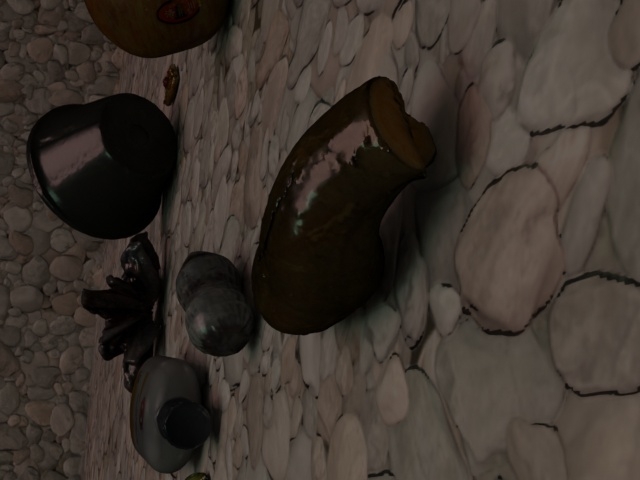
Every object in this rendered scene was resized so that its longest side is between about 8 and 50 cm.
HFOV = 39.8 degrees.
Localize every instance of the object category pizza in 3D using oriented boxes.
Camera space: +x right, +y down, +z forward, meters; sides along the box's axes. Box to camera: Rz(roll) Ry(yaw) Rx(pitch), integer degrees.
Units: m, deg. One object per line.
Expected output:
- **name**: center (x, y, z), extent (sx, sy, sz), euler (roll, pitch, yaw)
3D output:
- **pizza**: center (-0.284, -0.298, 1.661), extent (0.083, 0.025, 0.078), euler (121, 148, -53)

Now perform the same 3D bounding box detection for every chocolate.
- **chocolate**: center (-0.111, 0.063, 0.921), extent (0.167, 0.072, 0.072), euler (-126, 46, -62)

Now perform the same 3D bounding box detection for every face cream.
- **face cream**: center (-0.190, 0.218, 1.104), extent (0.291, 0.071, 0.144), euler (168, 108, -71)

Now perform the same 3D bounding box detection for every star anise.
- **star anise**: center (-0.322, 0.116, 1.495), extent (0.212, 0.129, 0.283), euler (100, 177, -77)

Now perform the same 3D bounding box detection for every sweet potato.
- **sweet potato**: center (0.006, 0.004, 0.586), extent (0.112, 0.085, 0.286), euler (-54, -8, -26)

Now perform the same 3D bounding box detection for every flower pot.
- **flower pot**: center (-0.358, -0.154, 1.552), extent (0.166, 0.269, 0.269), euler (-32, 50, 41)

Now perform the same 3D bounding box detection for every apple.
- **apple**: center (-0.221, -0.356, 1.202), extent (0.188, 0.211, 0.211), euler (77, -177, -49)

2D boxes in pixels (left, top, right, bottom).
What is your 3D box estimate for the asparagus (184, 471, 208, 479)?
- **asparagus**: center (-0.173, 0.342, 1.079), extent (0.034, 0.027, 0.236), euler (-86, 15, -47)
